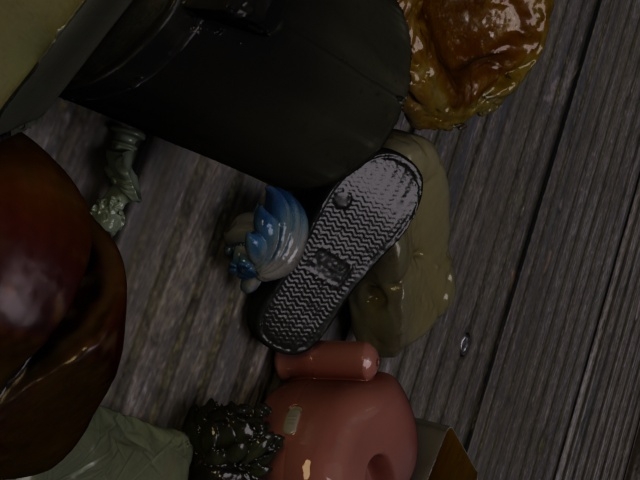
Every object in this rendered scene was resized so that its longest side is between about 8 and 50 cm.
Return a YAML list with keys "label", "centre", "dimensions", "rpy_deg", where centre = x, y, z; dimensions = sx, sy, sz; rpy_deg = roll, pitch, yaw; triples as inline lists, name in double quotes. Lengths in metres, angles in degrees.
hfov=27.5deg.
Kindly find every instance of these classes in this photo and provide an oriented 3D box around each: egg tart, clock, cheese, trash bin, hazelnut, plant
- label: "egg tart"
  centre: [0.132, -0.287, 1.410]
  dimensions: [0.352, 0.150, 0.351]
  rpy_deg: [-27, 124, -48]
- label: "clock"
  centre: [0.012, 0.256, 1.359]
  dimensions: [0.241, 0.142, 0.227]
  rpy_deg: [-70, 153, -42]
- label: "cheese"
  centre: [0.083, -0.003, 1.488]
  dimensions: [0.159, 0.093, 0.262]
  rpy_deg: [-44, 136, -51]
- label: "trash bin"
  centre: [-0.077, -0.164, 0.983]
  dimensions: [0.301, 0.252, 0.202]
  rpy_deg: [22, 83, -56]
- label: "hazelnut"
  centre: [-0.233, 0.044, 0.838]
  dimensions: [0.217, 0.217, 0.251]
  rpy_deg: [-57, 155, -34]
- label: "plant"
  centre: [-0.094, 0.217, 1.243]
  dimensions: [0.094, 0.092, 0.143]
  rpy_deg: [19, 87, -31]

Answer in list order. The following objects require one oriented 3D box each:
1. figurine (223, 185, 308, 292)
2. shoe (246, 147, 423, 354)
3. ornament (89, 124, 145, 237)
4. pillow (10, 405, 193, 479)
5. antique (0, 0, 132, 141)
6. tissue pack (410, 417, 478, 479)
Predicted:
- label: "figurine"
  centre: [-0.051, -0.009, 1.265]
  dimensions: [0.114, 0.079, 0.114]
  rpy_deg: [13, 90, -80]
- label: "shoe"
  centre: [0.000, 0.000, 1.353]
  dimensions: [0.108, 0.093, 0.241]
  rpy_deg: [35, 89, -31]
- label: "ornament"
  centre: [-0.165, -0.047, 1.072]
  dimensions: [0.068, 0.041, 0.092]
  rpy_deg: [99, 6, -57]
- label: "pillow"
  centre: [-0.214, 0.269, 1.066]
  dimensions: [0.274, 0.076, 0.280]
  rpy_deg: [37, 68, -57]
- label: "antique"
  centre: [-0.195, -0.156, 0.754]
  dimensions: [0.148, 0.147, 0.152]
  rpy_deg: [-48, -175, 11]
- label: "tissue pack"
  centre: [0.068, 0.338, 1.543]
  dimensions: [0.246, 0.136, 0.159]
  rpy_deg: [-64, 149, -23]
